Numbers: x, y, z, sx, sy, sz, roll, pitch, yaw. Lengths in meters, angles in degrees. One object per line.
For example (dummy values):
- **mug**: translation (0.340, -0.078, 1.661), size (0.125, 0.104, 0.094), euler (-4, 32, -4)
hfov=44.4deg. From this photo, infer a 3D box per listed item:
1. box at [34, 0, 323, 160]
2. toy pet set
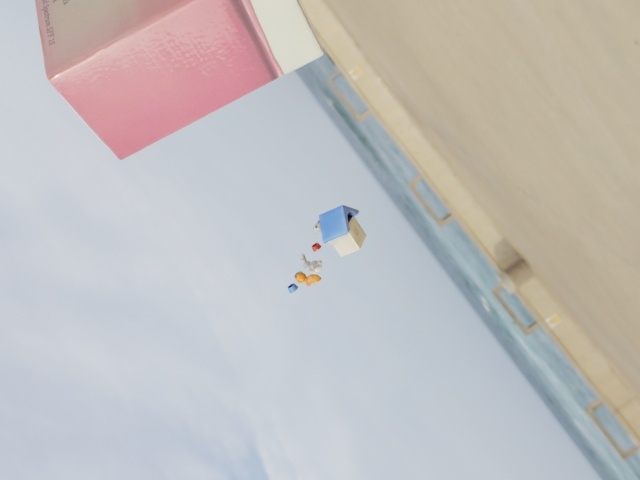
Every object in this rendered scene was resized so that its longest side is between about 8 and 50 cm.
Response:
- **box**: translation (-0.138, -0.210, 0.758), size (0.127, 0.232, 0.149), euler (56, -172, -52)
- **toy pet set**: translation (0.000, 0.000, 1.110), size (0.065, 0.114, 0.122), euler (55, -148, -19)
